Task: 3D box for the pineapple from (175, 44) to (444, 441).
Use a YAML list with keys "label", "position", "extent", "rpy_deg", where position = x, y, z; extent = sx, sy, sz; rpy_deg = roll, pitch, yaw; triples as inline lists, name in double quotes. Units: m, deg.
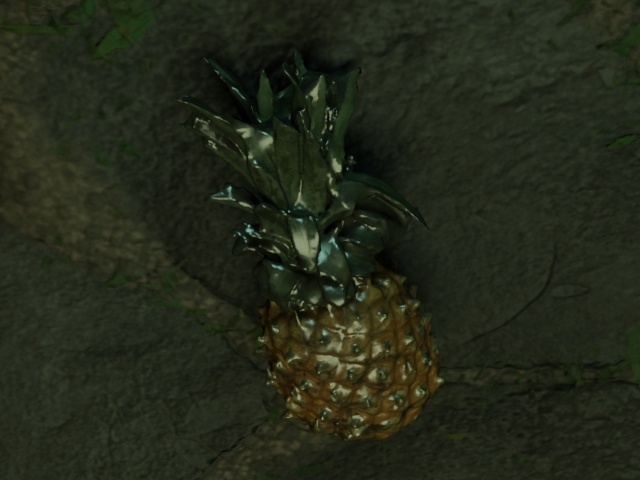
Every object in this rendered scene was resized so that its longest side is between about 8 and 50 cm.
- label: "pineapple"
  position: [0.003, 0.001, 1.133]
  extent: [0.166, 0.165, 0.364]
  rpy_deg: [-12, 127, 3]
